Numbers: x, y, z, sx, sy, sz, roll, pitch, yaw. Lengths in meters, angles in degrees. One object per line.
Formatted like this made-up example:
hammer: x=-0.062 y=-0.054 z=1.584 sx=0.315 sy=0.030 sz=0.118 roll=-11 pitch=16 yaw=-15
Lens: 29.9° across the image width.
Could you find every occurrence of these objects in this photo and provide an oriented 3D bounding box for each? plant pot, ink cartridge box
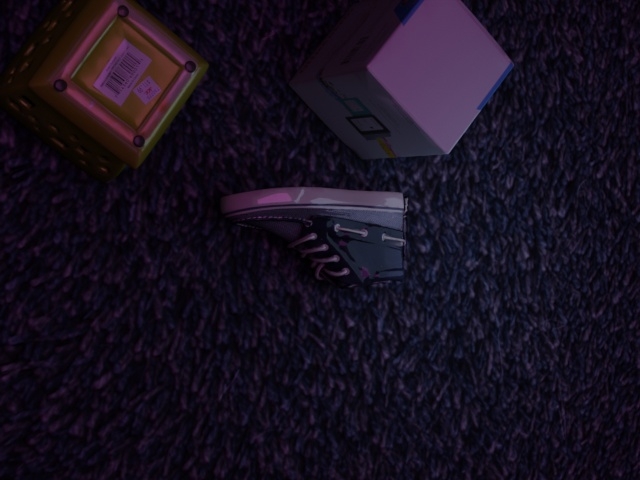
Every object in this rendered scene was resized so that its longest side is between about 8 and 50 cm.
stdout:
plant pot: x=-0.313 y=-0.235 z=1.753 sx=0.227 sy=0.207 sz=0.228 roll=39 pitch=75 yaw=-22
ink cartridge box: x=0.124 y=-0.268 z=1.933 sx=0.197 sy=0.270 sz=0.198 roll=44 pitch=73 yaw=-22

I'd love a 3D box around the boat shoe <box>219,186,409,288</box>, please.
boat shoe: x=0.000 y=0.000 z=1.953 sx=0.341 sy=0.127 sz=0.158 roll=0 pitch=83 yaw=-27
